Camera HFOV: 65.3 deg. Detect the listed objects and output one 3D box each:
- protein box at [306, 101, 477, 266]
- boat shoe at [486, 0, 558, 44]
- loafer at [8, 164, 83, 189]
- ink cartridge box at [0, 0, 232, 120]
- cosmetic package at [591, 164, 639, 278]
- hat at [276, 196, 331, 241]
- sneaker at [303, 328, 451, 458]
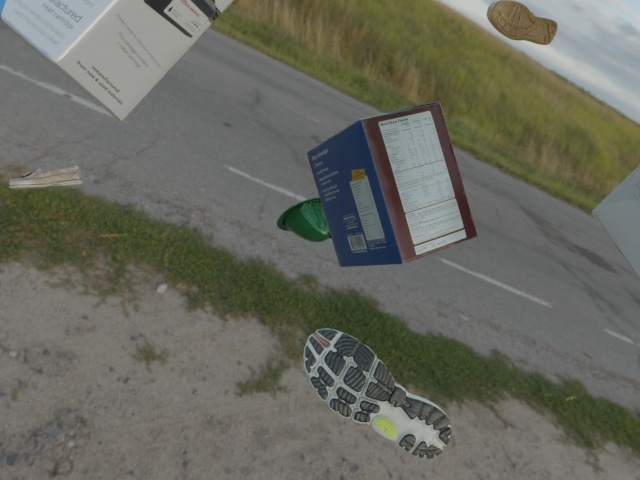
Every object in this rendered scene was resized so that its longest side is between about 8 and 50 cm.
[{"bbox_3d":[0.100,-0.075,0.767,0.136,0.201,0.200,-17,3,-23],"label":"protein box"},{"bbox_3d":[0.371,-0.411,0.946,0.170,0.063,0.059,6,26,-30],"label":"boat shoe"},{"bbox_3d":[-0.513,-0.118,0.933,0.125,0.039,0.045,-11,9,-42],"label":"loafer"},{"bbox_3d":[-0.308,-0.438,0.784,0.285,0.395,0.166,38,-6,19],"label":"ink cartridge box"},{"bbox_3d":[0.495,-0.043,0.638,0.151,0.183,0.151,-13,62,-17],"label":"cosmetic package"},{"bbox_3d":[0.000,0.000,1.318,0.173,0.208,0.183,-3,64,-37],"label":"hat"},{"bbox_3d":[0.076,0.249,0.804,0.279,0.107,0.118,41,-13,-6],"label":"sneaker"}]
